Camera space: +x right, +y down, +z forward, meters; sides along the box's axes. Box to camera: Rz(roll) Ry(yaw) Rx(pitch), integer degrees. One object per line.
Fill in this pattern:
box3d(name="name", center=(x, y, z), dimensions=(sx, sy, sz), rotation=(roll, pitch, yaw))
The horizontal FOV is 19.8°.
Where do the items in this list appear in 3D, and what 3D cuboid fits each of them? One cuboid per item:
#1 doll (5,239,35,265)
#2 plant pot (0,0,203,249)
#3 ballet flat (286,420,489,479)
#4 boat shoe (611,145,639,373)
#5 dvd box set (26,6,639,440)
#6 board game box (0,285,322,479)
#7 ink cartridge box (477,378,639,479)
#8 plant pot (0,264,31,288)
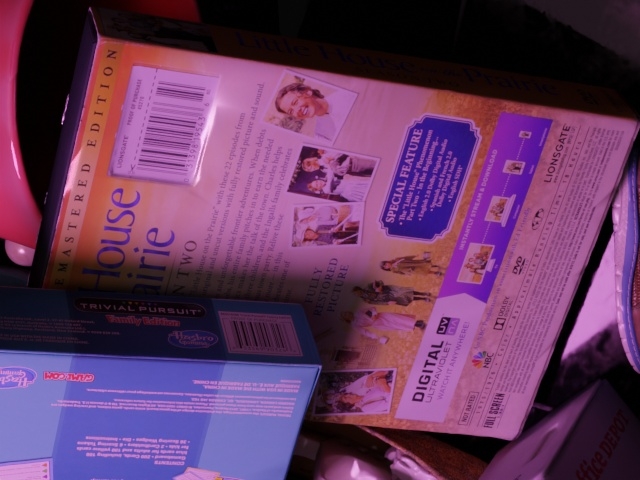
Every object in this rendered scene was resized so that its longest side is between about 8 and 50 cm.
box3d(name="doll", center=(-0.182, 0.033, 1.575), dimensions=(0.189, 0.129, 0.046), rotation=(22, 125, -11))
box3d(name="plant pot", center=(-0.262, -0.127, 1.492), dimensions=(0.243, 0.275, 0.275), rotation=(6, 109, 28))
box3d(name="ballet flat", center=(-0.006, 0.180, 1.558), dimensions=(0.348, 0.123, 0.123), rotation=(24, 113, 13))
box3d(name="boat shoe", center=(0.265, 0.017, 1.430), dimensions=(0.066, 0.066, 0.183), rotation=(-2, 105, 20))
box3d(name="dvd box set", center=(0.000, 0.000, 1.391), dimensions=(0.420, 0.062, 0.307), rotation=(6, 119, -18))
box3d(name="board game box", center=(-0.164, 0.193, 1.392), dimensions=(0.254, 0.079, 0.336), rotation=(5, 125, -18))
box3d(name="ink cartridge box", center=(0.248, 0.292, 1.434), dimensions=(0.129, 0.223, 0.307), rotation=(-39, 90, 27))
box3d(name="plant pot", center=(-0.354, 0.239, 1.610), dimensions=(0.341, 0.341, 0.334), rotation=(1, 115, 21))
